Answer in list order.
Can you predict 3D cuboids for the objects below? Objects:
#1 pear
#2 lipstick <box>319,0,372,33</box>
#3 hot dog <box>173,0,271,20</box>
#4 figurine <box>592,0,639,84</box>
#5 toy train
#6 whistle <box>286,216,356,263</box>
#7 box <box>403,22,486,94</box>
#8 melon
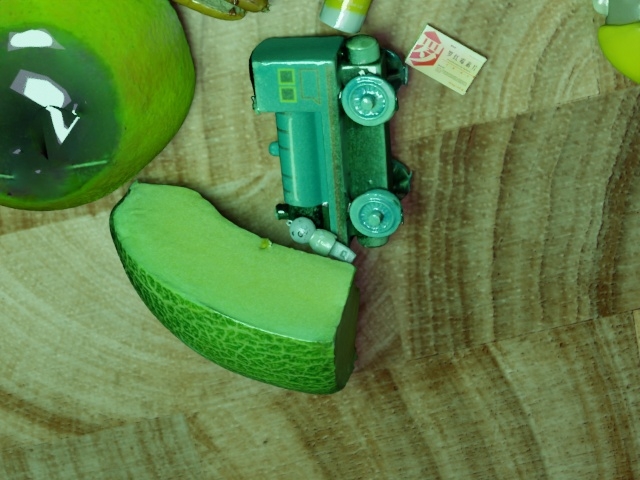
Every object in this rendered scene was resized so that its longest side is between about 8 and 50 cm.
[{"bbox_3d":[-0.341,-0.172,1.633,0.398,0.165,0.399,-4,128,-5],"label":"pear"},{"bbox_3d":[0.069,-0.387,1.668,0.059,0.059,0.264,17,111,-11],"label":"lipstick"},{"bbox_3d":[-0.171,-0.344,1.665,0.249,0.076,0.102,23,107,-11],"label":"hot dog"},{"bbox_3d":[0.395,-0.346,1.648,0.215,0.187,0.344,-38,104,0],"label":"figurine"},{"bbox_3d":[0.017,-0.125,1.756,0.194,0.120,0.298,0,119,10],"label":"toy train"},{"bbox_3d":[0.000,0.000,1.756,0.100,0.035,0.035,30,110,-1],"label":"whistle"},{"bbox_3d":[0.162,-0.236,1.764,0.093,0.015,0.058,27,108,-14],"label":"box"},{"bbox_3d":[-0.114,0.062,1.768,0.343,0.331,0.226,14,93,10],"label":"melon"}]
